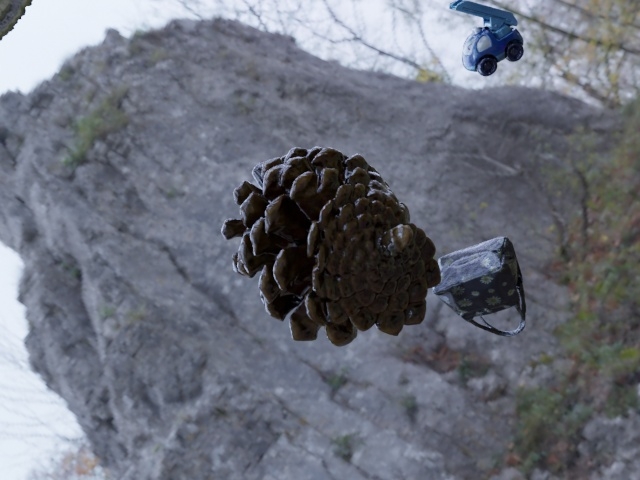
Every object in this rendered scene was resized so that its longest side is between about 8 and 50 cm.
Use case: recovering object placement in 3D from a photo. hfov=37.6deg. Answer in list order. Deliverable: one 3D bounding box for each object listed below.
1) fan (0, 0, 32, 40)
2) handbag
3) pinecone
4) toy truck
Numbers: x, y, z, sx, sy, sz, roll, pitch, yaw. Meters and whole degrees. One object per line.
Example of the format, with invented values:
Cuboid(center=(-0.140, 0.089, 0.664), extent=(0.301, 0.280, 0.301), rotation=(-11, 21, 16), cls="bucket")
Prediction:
Cuboid(center=(-0.235, -0.101, 0.408), extent=(0.335, 0.229, 0.011), rotation=(112, 155, -74), cls="fan")
Cuboid(center=(0.229, 0.078, 1.264), extent=(0.139, 0.115, 0.072), rotation=(55, -148, -21), cls="handbag")
Cuboid(center=(0.001, -0.001, 0.895), extent=(0.168, 0.212, 0.185), rotation=(-34, -61, -9), cls="pinecone")
Cuboid(center=(0.185, -0.238, 1.071), extent=(0.073, 0.090, 0.056), rotation=(-30, 17, 1), cls="toy truck")
